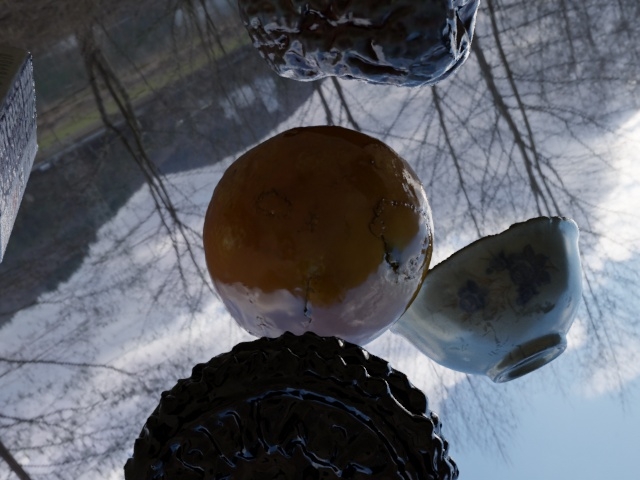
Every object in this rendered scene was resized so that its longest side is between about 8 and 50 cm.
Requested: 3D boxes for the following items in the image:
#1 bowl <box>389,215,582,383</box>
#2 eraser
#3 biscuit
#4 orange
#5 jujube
[{"bbox_3d":[0.265,0.116,0.897,0.313,0.313,0.146,-26,-120,3],"label":"bowl"},{"bbox_3d":[-0.309,-0.071,0.537,0.086,0.130,0.287,4,-150,-19],"label":"eraser"},{"bbox_3d":[-0.017,0.146,0.347,0.194,0.195,0.053,-25,-176,5],"label":"biscuit"},{"bbox_3d":[0.000,0.000,0.663,0.246,0.246,0.246,-24,-161,9],"label":"orange"},{"bbox_3d":[0.050,-0.305,0.817,0.316,0.226,0.226,19,-137,29],"label":"jujube"}]
